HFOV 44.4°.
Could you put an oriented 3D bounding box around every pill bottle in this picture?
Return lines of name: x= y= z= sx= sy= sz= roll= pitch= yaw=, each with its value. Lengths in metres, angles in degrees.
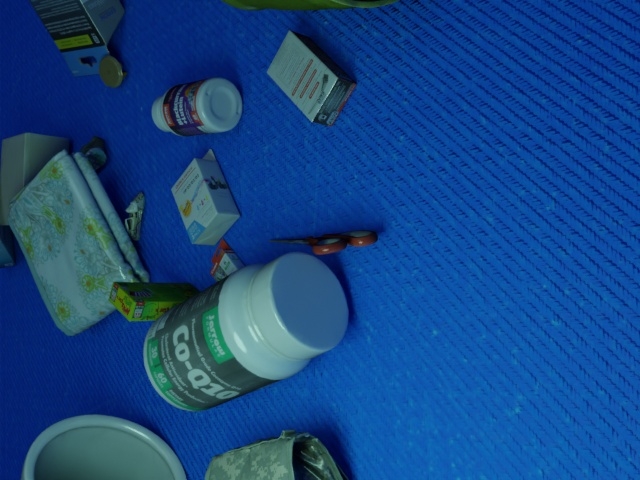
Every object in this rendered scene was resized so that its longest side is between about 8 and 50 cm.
pill bottle: x=-0.134 y=0.161 z=1.367 sx=0.361 sy=0.204 sz=0.204 roll=-30 pitch=66 yaw=40
pill bottle: x=-0.257 y=-0.267 z=1.592 sx=0.193 sy=0.108 sz=0.108 roll=1 pitch=88 yaw=46

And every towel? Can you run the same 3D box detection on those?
towel: x=-0.586 y=0.011 z=1.849 sx=0.320 sy=0.090 sz=0.374 roll=-31 pitch=86 yaw=39

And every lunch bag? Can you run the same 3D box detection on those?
lunch bag: x=-0.062 y=0.467 z=1.300 sx=0.235 sy=0.169 sz=0.287 roll=-26 pitch=74 yaw=42

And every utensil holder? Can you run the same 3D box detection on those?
utensil holder: x=-0.498 y=0.610 z=1.627 sx=0.327 sy=0.327 sz=0.385 roll=51 pitch=124 yaw=35

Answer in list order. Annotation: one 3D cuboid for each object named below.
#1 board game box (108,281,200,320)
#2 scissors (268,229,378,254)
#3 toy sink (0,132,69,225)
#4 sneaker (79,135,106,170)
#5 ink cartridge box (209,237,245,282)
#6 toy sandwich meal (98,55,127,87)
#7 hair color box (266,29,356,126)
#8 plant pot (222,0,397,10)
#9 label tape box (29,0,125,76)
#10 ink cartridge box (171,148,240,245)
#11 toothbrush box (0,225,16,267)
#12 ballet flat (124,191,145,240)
board game box: x=-0.321 y=0.122 z=1.576 sx=0.092 sy=0.181 sz=0.043 roll=33 pitch=110 yaw=42
scissors: x=0.000 y=0.000 z=1.362 sx=0.297 sy=0.109 sz=0.021 roll=-175 pitch=70 yaw=-69
toy sink: x=-0.754 y=-0.154 z=2.074 sx=0.152 sy=0.131 sz=0.234 roll=-3 pitch=85 yaw=46
sneaker: x=-0.586 y=-0.202 z=1.969 sx=0.166 sy=0.065 sz=0.076 roll=-32 pitch=49 yaw=36
ink cartridge box: x=-0.189 y=0.052 z=1.556 sx=0.115 sy=0.029 sz=0.063 roll=48 pitch=120 yaw=36
toy sandwich meal: x=-0.504 y=-0.409 z=1.902 sx=0.085 sy=0.029 sz=0.086 roll=14 pitch=117 yaw=29
hair color box: x=-0.018 y=-0.288 z=1.390 sx=0.093 sy=0.053 sz=0.167 roll=-57 pitch=50 yaw=25
plant pot: x=-0.047 y=-0.524 z=1.258 sx=0.353 sy=0.366 sz=0.366 roll=3 pitch=90 yaw=57
label tape box: x=-0.608 y=-0.584 z=1.945 sx=0.240 sy=0.106 sz=0.334 roll=8 pitch=134 yaw=45
ink cartridge box: x=-0.242 y=-0.093 z=1.597 sx=0.104 sy=0.061 sz=0.181 roll=-45 pitch=57 yaw=33
toothbrush box: x=-0.943 y=-0.063 z=2.169 sx=0.295 sy=0.126 sz=0.216 roll=114 pitch=144 yaw=-68
ballet flat: x=-0.430 y=-0.056 z=1.802 sx=0.041 sy=0.041 sz=0.114 roll=11 pitch=95 yaw=45
